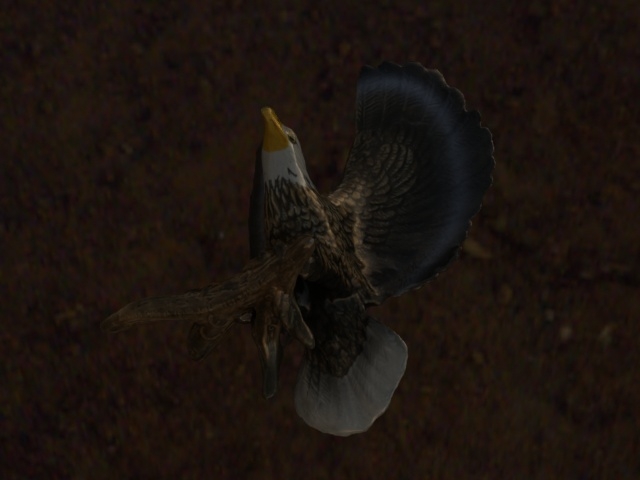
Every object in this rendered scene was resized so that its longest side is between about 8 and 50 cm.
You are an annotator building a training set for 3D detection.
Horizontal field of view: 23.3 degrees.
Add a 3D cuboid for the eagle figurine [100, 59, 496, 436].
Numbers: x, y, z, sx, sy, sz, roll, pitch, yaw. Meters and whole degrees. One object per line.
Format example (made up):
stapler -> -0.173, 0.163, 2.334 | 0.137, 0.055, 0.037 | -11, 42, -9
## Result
eagle figurine -> 0.000, -0.011, 1.230 | 0.226, 0.225, 0.298 | 20, 24, 14
